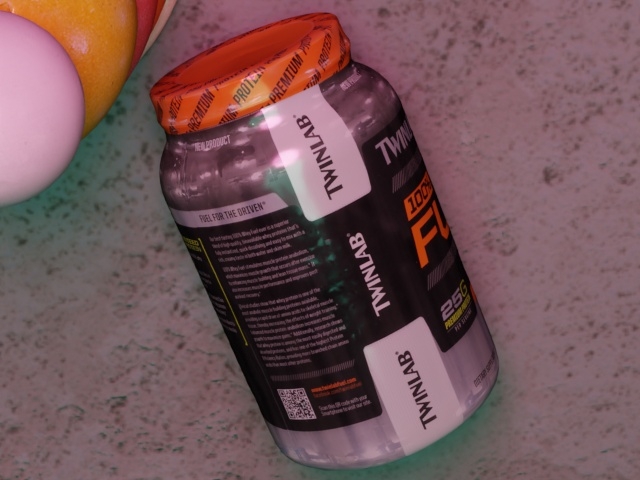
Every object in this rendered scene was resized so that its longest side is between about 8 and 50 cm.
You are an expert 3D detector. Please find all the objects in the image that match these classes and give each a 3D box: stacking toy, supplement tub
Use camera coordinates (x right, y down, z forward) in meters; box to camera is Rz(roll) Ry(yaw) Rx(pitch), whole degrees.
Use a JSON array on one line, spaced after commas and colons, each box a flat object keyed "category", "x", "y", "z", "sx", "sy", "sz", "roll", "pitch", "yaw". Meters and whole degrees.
[{"category": "stacking toy", "x": -0.230, "y": -0.165, "z": 1.082, "sx": 0.350, "sy": 0.480, "sz": 0.350, "roll": -6, "pitch": 116, "yaw": -12}, {"category": "supplement tub", "x": 0.000, "y": 0.000, "z": 1.302, "sx": 0.207, "sy": 0.207, "sz": 0.338, "roll": -20, "pitch": 109, "yaw": 8}]
